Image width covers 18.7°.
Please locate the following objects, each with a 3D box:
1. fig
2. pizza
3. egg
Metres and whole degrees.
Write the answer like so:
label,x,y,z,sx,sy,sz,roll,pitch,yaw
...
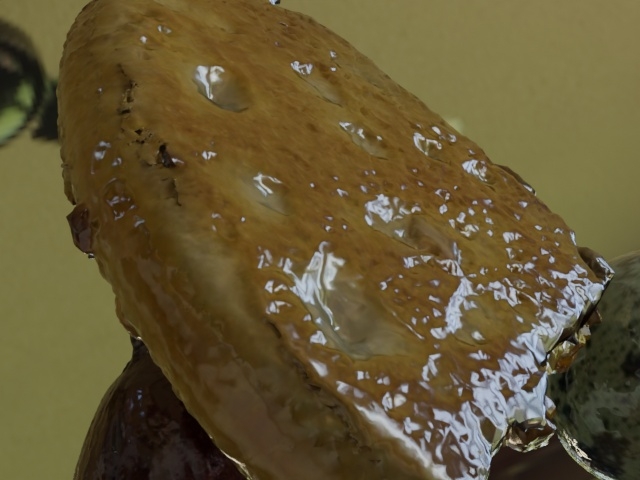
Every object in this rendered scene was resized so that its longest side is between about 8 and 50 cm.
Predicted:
label,x,y,z,sx,sy,sz,roll,pitch,yaw
fig,-0.065,0.121,1.112,0.149,0.148,0.202,6,-74,-16
pizza,0.000,0.000,0.876,0.278,0.409,0.114,18,-57,-38
egg,0.192,0.068,1.040,0.172,0.132,0.132,-7,-32,-49
